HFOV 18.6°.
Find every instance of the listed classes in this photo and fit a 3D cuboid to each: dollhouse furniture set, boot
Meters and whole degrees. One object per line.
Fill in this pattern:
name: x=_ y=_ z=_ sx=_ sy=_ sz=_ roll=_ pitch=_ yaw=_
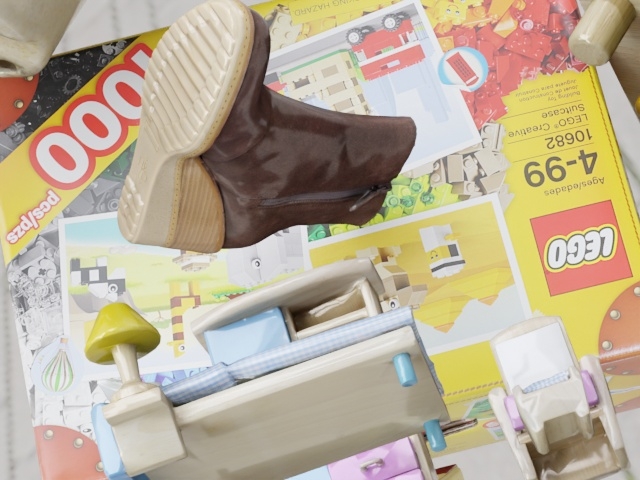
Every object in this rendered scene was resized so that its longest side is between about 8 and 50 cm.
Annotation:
dollhouse furniture set: x=0.015 y=0.054 z=1.219 sx=0.286 sy=0.303 sz=0.198 roll=-21 pitch=62 yaw=5
boot: x=-0.023 y=-0.085 z=1.393 sx=0.090 sy=0.207 sz=0.248 roll=66 pitch=147 yaw=30

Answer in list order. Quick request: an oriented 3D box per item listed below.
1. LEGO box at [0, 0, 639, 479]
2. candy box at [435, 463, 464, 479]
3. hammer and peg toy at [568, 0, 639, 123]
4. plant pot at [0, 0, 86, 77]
LEGO box: x=0.000 y=0.000 z=1.632 sx=0.500 sy=0.193 sz=0.372 roll=-14 pitch=71 yaw=2
candy box: x=0.066 y=0.360 z=1.597 sx=0.183 sy=0.316 sz=0.087 roll=-16 pitch=3 yaw=27
hammer and peg toy: x=0.385 y=-0.104 z=1.511 sx=0.361 sy=0.266 sz=0.127 roll=15 pitch=62 yaw=38
plant pot: x=-0.261 y=-0.309 z=1.537 sx=0.334 sy=0.334 sz=0.305 roll=3 pitch=66 yaw=56
